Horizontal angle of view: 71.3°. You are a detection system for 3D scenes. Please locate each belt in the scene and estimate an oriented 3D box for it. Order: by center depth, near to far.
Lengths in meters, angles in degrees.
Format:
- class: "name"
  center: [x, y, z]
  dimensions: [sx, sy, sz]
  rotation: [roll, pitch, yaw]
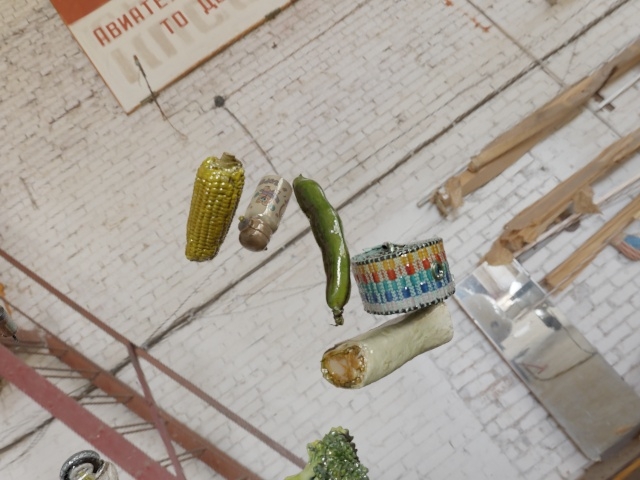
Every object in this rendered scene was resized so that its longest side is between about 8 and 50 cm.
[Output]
- class: "belt"
  center: [0.174, 0.071, 0.952]
  dimensions: [0.206, 0.150, 0.257]
  rotation: [-14, -1, 3]

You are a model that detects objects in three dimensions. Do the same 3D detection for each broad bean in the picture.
- class: "broad bean"
  center: [0.003, -0.002, 0.583]
  dimensions: [0.039, 0.227, 0.069]
  rotation: [6, -31, -35]

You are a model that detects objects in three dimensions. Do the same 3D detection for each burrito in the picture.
- class: "burrito"
  center: [0.150, 0.235, 0.997]
  dimensions: [0.299, 0.105, 0.143]
  rotation: [-21, -8, -19]

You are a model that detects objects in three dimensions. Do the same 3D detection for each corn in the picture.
- class: "corn"
  center: [-0.219, -0.063, 0.905]
  dimensions: [0.097, 0.097, 0.262]
  rotation: [-16, -41, -49]

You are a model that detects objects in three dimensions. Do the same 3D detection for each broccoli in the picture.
- class: "broccoli"
  center: [0.034, 0.710, 1.253]
  dimensions: [0.324, 0.272, 0.334]
  rotation: [-56, -38, -14]

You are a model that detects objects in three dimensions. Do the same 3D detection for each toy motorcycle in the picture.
- class: "toy motorcycle"
  center: [-0.637, 0.705, 1.175]
  dimensions: [0.223, 0.107, 0.341]
  rotation: [33, -94, -49]

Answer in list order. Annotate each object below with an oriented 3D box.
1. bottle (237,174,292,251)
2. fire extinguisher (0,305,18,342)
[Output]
- class: "bottle"
  center: [-0.150, -0.071, 1.162]
  dimensions: [0.097, 0.209, 0.110]
  rotation: [-9, -43, 33]
- class: "fire extinguisher"
  center: [-0.955, 0.257, 1.351]
  dimensions: [0.050, 0.062, 0.177]
  rotation: [-31, -22, -30]
